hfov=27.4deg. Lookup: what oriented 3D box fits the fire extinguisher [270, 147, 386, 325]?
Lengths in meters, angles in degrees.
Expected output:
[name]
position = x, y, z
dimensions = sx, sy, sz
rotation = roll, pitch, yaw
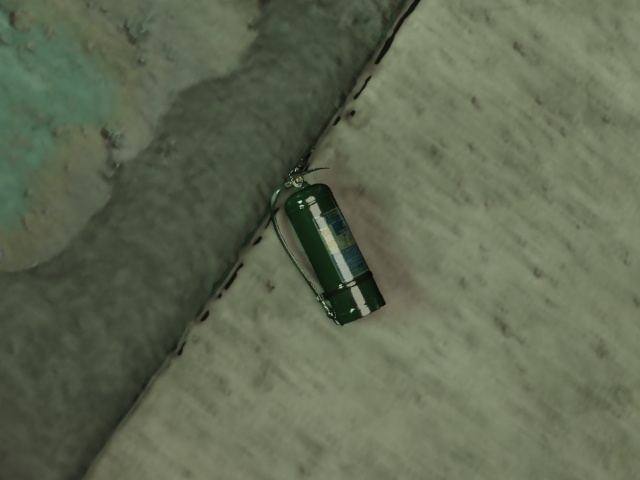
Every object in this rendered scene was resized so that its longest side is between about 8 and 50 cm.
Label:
[fire extinguisher]
position = 0.000, 0.000, 0.635
dimensions = 0.038, 0.025, 0.083
rotation = -24, 92, 11
